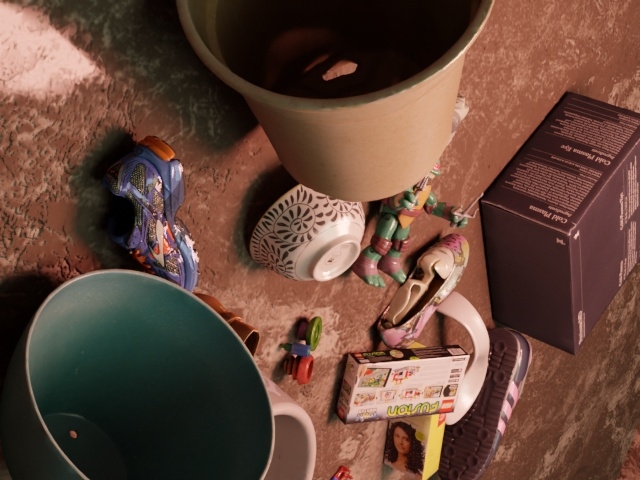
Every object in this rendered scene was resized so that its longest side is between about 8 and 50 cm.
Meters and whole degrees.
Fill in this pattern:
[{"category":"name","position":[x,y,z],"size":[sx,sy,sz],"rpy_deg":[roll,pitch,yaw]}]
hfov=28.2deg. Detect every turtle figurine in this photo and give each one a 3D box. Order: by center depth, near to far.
[{"category":"turtle figurine","position":[0.137,-0.045,1.861],"size":[0.175,0.118,0.234],"rpy_deg":[6,121,-44]}]

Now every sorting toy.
[{"category":"sorting toy","position":[-0.030,0.154,1.816],"size":[0.061,0.042,0.102],"rpy_deg":[26,76,-75]}]

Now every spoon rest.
[{"category":"spoon rest","position":[0.253,0.219,2.255],"size":[0.137,0.084,0.276],"rpy_deg":[-41,140,-33]}]

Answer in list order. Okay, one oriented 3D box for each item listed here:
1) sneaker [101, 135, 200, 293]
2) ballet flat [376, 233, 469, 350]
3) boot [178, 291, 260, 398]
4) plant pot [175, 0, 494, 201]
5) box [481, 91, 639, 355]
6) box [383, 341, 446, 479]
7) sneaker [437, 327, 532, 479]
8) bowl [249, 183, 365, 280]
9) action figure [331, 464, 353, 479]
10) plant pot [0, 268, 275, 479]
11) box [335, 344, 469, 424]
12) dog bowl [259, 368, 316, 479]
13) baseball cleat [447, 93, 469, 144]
[{"category":"sneaker","position":[-0.196,-0.009,1.412],"size":[0.087,0.083,0.221],"rpy_deg":[-28,129,-29]},{"category":"ballet flat","position":[0.163,0.072,2.028],"size":[0.221,0.077,0.079],"rpy_deg":[-55,145,-11]},{"category":"boot","position":[-0.162,0.159,1.488],"size":[0.073,0.152,0.197],"rpy_deg":[10,102,-59]},{"category":"plant pot","position":[0.034,-0.207,1.428],"size":[0.334,0.334,0.305],"rpy_deg":[-55,158,-19]},{"category":"box","position":[0.455,-0.031,2.310],"size":[0.312,0.179,0.343],"rpy_deg":[-49,145,-29]},{"category":"box","position":[0.168,0.295,2.171],"size":[0.058,0.087,0.232],"rpy_deg":[-29,132,-47]},{"category":"sneaker","position":[0.325,0.324,2.413],"size":[0.131,0.112,0.319],"rpy_deg":[16,98,-57]},{"category":"bowl","position":[0.000,0.000,1.648],"size":[0.170,0.080,0.170],"rpy_deg":[-29,151,-18]},{"category":"action figure","position":[0.013,0.421,2.071],"size":[0.115,0.030,0.038],"rpy_deg":[-48,150,-25]},{"category":"plant pot","position":[-0.222,0.204,1.352],"size":[0.290,0.290,0.195],"rpy_deg":[-21,161,-51]},{"category":"box","position":[0.131,0.228,2.023],"size":[0.207,0.036,0.114],"rpy_deg":[-1,118,-28]},{"category":"dog bowl","position":[-0.134,0.340,1.710],"size":[0.349,0.102,0.349],"rpy_deg":[-38,140,-41]},{"category":"baseball cleat","position":[0.148,-0.165,1.841],"size":[0.206,0.072,0.109],"rpy_deg":[-6,122,-52]}]
